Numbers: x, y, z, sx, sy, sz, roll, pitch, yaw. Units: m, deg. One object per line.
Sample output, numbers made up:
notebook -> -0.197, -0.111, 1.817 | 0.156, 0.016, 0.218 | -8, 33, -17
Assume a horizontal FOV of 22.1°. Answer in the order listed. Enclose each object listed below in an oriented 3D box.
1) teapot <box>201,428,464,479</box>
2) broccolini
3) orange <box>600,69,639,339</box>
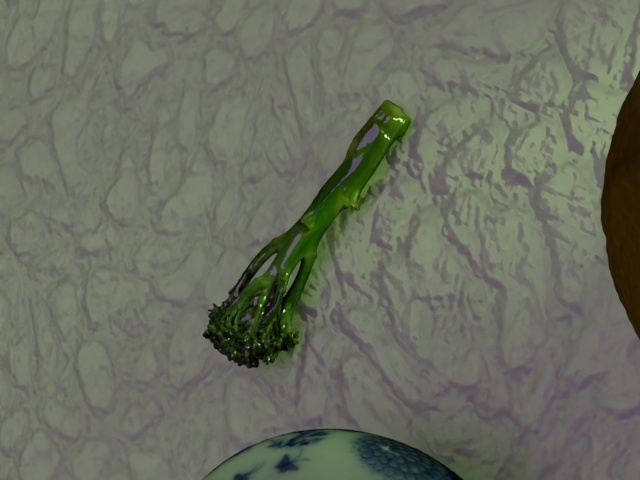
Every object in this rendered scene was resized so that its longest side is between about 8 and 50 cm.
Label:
teapot -> -0.016, 0.235, 0.971 | 0.424, 0.280, 0.252 | -5, 76, 39
broccolini -> 0.000, 0.000, 1.160 | 0.216, 0.067, 0.058 | -50, 58, 9
orange -> 0.282, -0.013, 0.735 | 0.322, 0.357, 0.322 | -6, 76, 24
